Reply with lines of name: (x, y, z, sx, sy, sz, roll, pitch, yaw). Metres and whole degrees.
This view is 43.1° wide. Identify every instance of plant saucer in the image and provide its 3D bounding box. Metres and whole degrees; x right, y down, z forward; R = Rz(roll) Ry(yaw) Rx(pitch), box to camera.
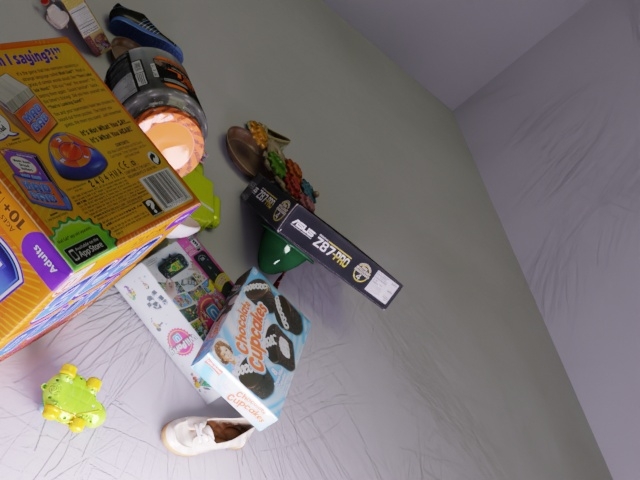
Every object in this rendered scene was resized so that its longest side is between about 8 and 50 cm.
plant saucer: (-0.202, -0.238, 2.308, 0.198, 0.036, 0.199, 39, 29, -27)
plant saucer: (-0.489, -0.463, 2.135, 0.168, 0.029, 0.168, 37, 30, -26)

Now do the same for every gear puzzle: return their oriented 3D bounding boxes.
gear puzzle: (-0.101, -0.220, 2.358, 0.339, 0.044, 0.175, 53, 22, -28)

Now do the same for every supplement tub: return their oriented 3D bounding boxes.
supplement tub: (-0.371, -0.284, 1.822, 0.207, 0.207, 0.338, 32, 18, -35)

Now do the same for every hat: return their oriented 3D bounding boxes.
hat: (-0.136, 0.076, 2.041, 0.173, 0.184, 0.208, 35, -3, 7)

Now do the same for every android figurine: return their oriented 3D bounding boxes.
android figurine: (-0.331, -0.118, 1.921, 0.248, 0.056, 0.273, 35, 28, -33)

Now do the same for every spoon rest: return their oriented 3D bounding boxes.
spoon rest: (-0.375, -0.072, 1.662, 0.276, 0.084, 0.137, 16, 12, -24)

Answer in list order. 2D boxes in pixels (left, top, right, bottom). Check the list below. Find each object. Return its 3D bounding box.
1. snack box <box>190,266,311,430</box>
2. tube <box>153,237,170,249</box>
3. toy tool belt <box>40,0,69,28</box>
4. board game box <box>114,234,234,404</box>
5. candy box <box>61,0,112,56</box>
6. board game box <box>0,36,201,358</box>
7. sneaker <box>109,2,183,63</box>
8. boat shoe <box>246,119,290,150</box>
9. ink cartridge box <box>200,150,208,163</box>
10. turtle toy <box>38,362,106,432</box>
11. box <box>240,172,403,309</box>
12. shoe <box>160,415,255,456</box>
snack box: (-0.129, 0.206, 1.621, 0.187, 0.060, 0.322, 46, 27, -14)
tube: (-0.411, -0.082, 1.745, 0.240, 0.070, 0.062, 62, -2, 12)
toy tool belt: (-0.649, -0.556, 1.981, 0.083, 0.052, 0.051, 49, -5, -13)
board game box: (-0.248, 0.152, 1.672, 0.303, 0.097, 0.224, 52, 26, -2)
candy box: (-0.594, -0.561, 2.011, 0.187, 0.053, 0.109, 59, -6, 10)
board game box: (-0.484, -0.049, 1.243, 0.356, 0.356, 0.356, 51, 26, -1)
sneaker: (-0.475, -0.570, 2.233, 0.232, 0.081, 0.091, 29, 41, -37)
boat shoe: (-0.159, -0.328, 2.477, 0.153, 0.048, 0.056, 34, 31, -33)
ink cartridge box: (-0.317, -0.229, 2.058, 0.063, 0.029, 0.115, 39, -1, -20)
turtle toy: (-0.400, 0.264, 1.314, 0.130, 0.066, 0.095, 39, 52, -31)
box: (0.000, 0.000, 2.133, 0.395, 0.097, 0.318, 37, 0, -28)
shoe: (-0.206, 0.357, 1.520, 0.219, 0.058, 0.077, 14, 45, -52)
